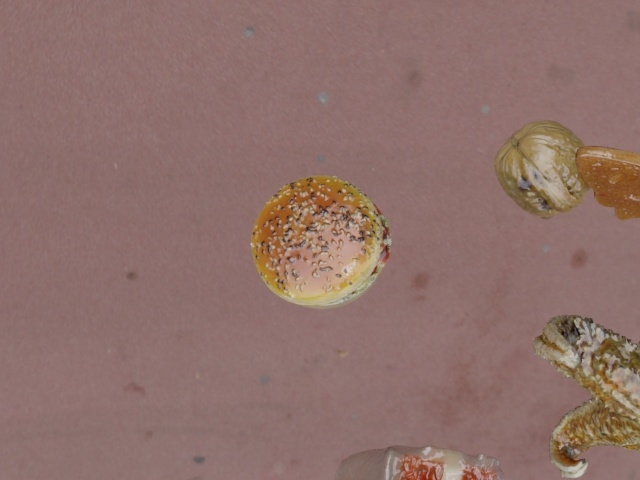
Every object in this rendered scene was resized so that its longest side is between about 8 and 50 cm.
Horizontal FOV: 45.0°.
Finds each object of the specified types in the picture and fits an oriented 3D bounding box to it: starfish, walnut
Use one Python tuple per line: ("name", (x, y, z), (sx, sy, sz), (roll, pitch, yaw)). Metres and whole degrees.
("starfish", (0.343, 0.162, 0.706), (0.312, 0.303, 0.113), (53, 53, -38))
("walnut", (0.397, -0.121, 1.353), (0.184, 0.155, 0.155), (40, 99, -24))

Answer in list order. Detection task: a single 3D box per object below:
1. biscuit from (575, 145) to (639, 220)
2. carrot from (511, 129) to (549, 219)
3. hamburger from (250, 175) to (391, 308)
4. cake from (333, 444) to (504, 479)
("biscuit", (0.525, -0.091, 1.266), (0.280, 0.043, 0.183), (25, 149, -17))
("carrot", (0.417, -0.130, 1.503), (0.060, 0.060, 0.186), (-20, 86, -6))
("hamburger", (0.000, 0.000, 1.628), (0.300, 0.300, 0.176), (-32, 158, 0))
("cake", (0.151, 0.492, 1.254), (0.237, 0.309, 0.230), (15, 153, -17))
